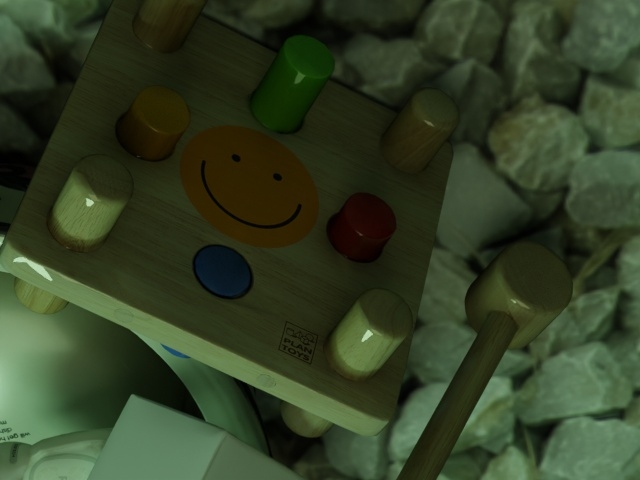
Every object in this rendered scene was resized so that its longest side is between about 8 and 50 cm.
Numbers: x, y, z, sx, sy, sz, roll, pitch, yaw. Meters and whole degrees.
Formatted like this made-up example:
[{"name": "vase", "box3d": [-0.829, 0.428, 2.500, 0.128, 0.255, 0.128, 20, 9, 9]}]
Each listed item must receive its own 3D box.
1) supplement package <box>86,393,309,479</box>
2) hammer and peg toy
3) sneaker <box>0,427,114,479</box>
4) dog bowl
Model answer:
[{"name": "supplement package", "box3d": [-0.054, 0.188, 1.147, 0.179, 0.105, 0.105, 36, 76, -39]}, {"name": "hammer and peg toy", "box3d": [0.000, 0.000, 1.141, 0.361, 0.266, 0.127, 26, 136, -10]}, {"name": "sneaker", "box3d": [-0.127, 0.248, 1.232, 0.118, 0.110, 0.292, -21, 119, 7]}, {"name": "dog bowl", "box3d": [-0.228, 0.124, 1.307, 0.408, 0.150, 0.408, 2, 122, 3]}]
